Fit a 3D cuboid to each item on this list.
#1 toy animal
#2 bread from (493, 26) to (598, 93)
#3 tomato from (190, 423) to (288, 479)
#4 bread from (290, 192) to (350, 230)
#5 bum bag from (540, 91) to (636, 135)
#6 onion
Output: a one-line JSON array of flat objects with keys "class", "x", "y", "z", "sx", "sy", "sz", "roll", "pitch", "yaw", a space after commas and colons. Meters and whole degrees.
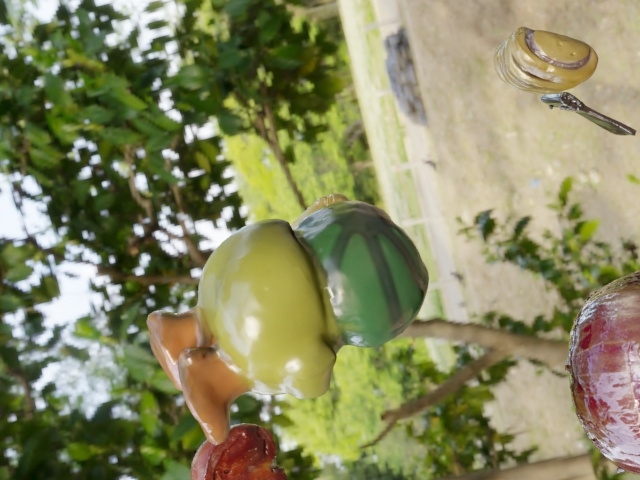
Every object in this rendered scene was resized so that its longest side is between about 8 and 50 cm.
[{"class": "toy animal", "x": -0.032, "y": 0.066, "z": 1.164, "sx": 0.216, "sy": 0.338, "sz": 0.191, "roll": 44, "pitch": 153, "yaw": 49}, {"class": "bread", "x": 0.330, "y": -0.262, "z": 1.496, "sx": 0.225, "sy": 0.134, "sz": 0.081, "roll": -40, "pitch": -38, "yaw": -86}, {"class": "tomato", "x": -0.185, "y": 0.500, "z": 2.113, "sx": 0.140, "sy": 0.200, "sz": 0.233, "roll": -6, "pitch": 99, "yaw": 53}, {"class": "bread", "x": 0.000, "y": 0.000, "z": 1.711, "sx": 0.084, "sy": 0.177, "sz": 0.119, "roll": 29, "pitch": -147, "yaw": -30}, {"class": "bum bag", "x": 0.473, "y": -0.220, "z": 1.768, "sx": 0.026, "sy": 0.159, "sz": 0.109, "roll": -64, "pitch": 8, "yaw": 3}, {"class": "onion", "x": 0.565, "y": 0.193, "z": 1.466, "sx": 0.348, "sy": 0.385, "sz": 0.347, "roll": 11, "pitch": -107, "yaw": -39}]
